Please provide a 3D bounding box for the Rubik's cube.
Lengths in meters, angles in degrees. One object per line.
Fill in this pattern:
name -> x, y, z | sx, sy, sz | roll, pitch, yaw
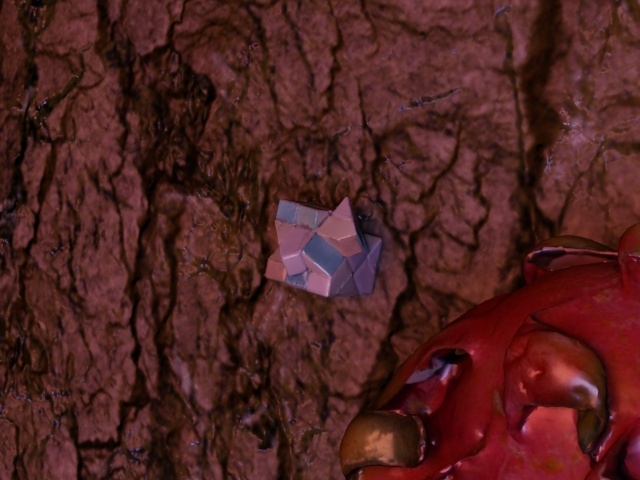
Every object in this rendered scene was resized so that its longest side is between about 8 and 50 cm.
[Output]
Rubik's cube -> 0.003, 0.001, 1.046 | 0.075, 0.084, 0.073 | 15, 96, 20

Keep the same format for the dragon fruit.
dragon fruit -> 0.158, 0.123, 0.829 | 0.307, 0.228, 0.243 | -53, 53, 20
